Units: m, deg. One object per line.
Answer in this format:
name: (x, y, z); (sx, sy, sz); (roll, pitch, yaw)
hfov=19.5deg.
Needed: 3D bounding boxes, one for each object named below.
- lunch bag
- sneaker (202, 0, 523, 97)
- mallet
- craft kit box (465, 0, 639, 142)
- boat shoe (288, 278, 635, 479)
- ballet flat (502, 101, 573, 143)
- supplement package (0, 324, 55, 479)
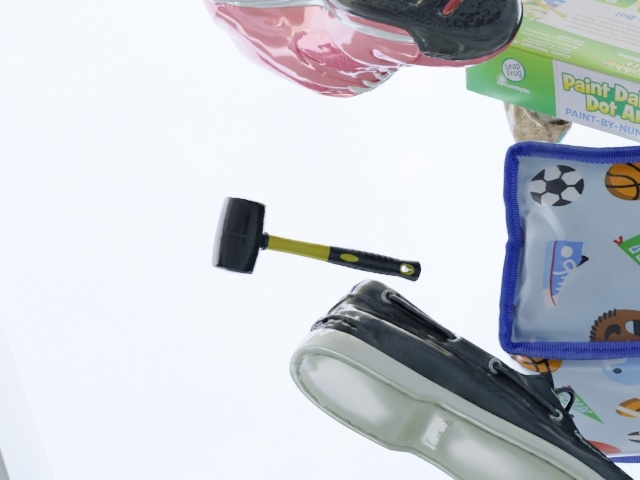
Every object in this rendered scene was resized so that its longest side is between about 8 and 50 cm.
lunch bag: (0.366, 0.071, 1.634); (0.385, 0.328, 0.239); (-1, -112, 12)
sneaker: (0.034, -0.162, 1.355); (0.314, 0.136, 0.116); (20, -124, 43)
mallet: (0.000, 0.000, 1.525); (0.190, 0.039, 0.062); (4, -89, -27)
craft kit box: (0.280, -0.153, 1.434); (0.250, 0.061, 0.246); (21, -144, 31)
boat shoe: (0.144, 0.142, 1.470); (0.340, 0.127, 0.113); (28, -128, 3)
ballet flat: (0.193, -0.183, 1.801); (0.073, 0.067, 0.206); (-20, -96, -37)
supplement package: (-0.303, 0.166, 1.369); (0.175, 0.177, 0.293); (-25, -127, -3)
